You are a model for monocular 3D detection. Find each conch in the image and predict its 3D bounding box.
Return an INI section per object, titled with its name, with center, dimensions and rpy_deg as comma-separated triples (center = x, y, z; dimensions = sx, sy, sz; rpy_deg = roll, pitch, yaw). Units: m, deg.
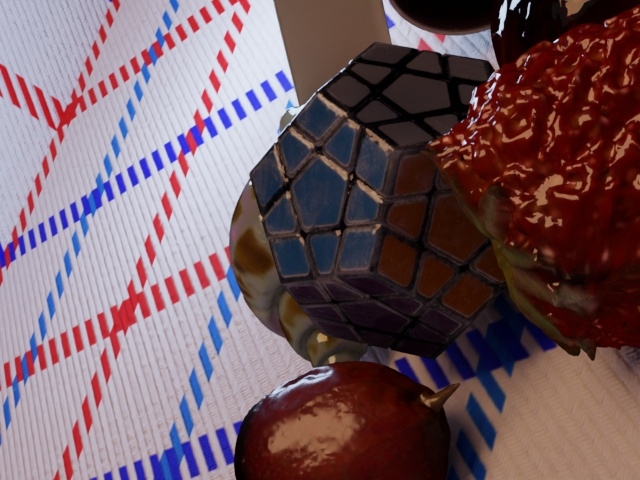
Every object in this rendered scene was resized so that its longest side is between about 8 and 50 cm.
[conch]
center = 0.000, -0.001, 2.170
dimensions = 0.249, 0.197, 0.368
rpy_deg = 93, -166, -60

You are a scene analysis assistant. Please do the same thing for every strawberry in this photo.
[strawberry]
center = 0.290, -0.067, 1.653
dimensions = 0.343, 0.292, 0.292
rpy_deg = -29, 28, 5

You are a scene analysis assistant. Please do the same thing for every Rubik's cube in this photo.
[Rubik's cube]
center = 0.086, -0.040, 1.894
dimensions = 0.319, 0.264, 0.319
rpy_deg = -2, 86, 42

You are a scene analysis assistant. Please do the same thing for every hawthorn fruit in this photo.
[hawthorn fruit]
center = 0.043, 0.200, 1.864
dimensions = 0.251, 0.189, 0.189
rpy_deg = -32, 31, 20

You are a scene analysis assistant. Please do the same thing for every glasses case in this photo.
[glasses case]
center = 0.016, -0.261, 2.312
dimensions = 0.131, 0.313, 0.070
rpy_deg = -14, 27, 1

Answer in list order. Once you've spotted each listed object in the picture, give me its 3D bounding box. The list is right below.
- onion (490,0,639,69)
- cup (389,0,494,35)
[onion]
center = 0.291, -0.266, 1.869
dimensions = 0.314, 0.232, 0.314
rpy_deg = -39, 24, 21
[cup]
center = 0.173, -0.426, 2.319
dimensions = 0.273, 0.208, 0.288
rpy_deg = -104, 32, -61
